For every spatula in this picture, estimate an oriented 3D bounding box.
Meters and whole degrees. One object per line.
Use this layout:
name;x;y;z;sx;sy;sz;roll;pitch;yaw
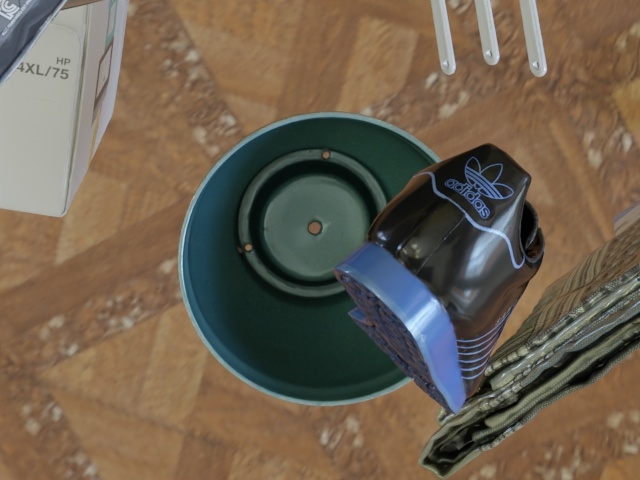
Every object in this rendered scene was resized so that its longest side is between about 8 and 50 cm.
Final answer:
spatula;0.135;-0.264;1.435;0.168;0.019;0.242;7;112;53

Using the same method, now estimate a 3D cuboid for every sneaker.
sneaker;0.066;0.022;0.786;0.081;0.232;0.090;44;84;11

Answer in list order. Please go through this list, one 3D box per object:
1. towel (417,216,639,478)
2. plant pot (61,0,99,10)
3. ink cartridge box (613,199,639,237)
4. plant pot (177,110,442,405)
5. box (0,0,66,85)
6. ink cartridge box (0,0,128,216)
towel;0.226;0.016;1.146;0.312;0.324;0.056;-38;91;33
plant pot;-0.097;-0.248;0.780;0.280;0.323;0.323;-28;98;12
ink cartridge box;0.365;-0.017;1.588;0.140;0.190;0.082;-36;94;14
plant pot;0.000;0.000;1.662;0.293;0.196;0.293;-1;103;-5
box;-0.314;-0.051;0.572;0.318;0.097;0.395;28;109;-44
ink cartridge box;-0.271;-0.167;1.319;0.198;0.270;0.197;9;111;-2
